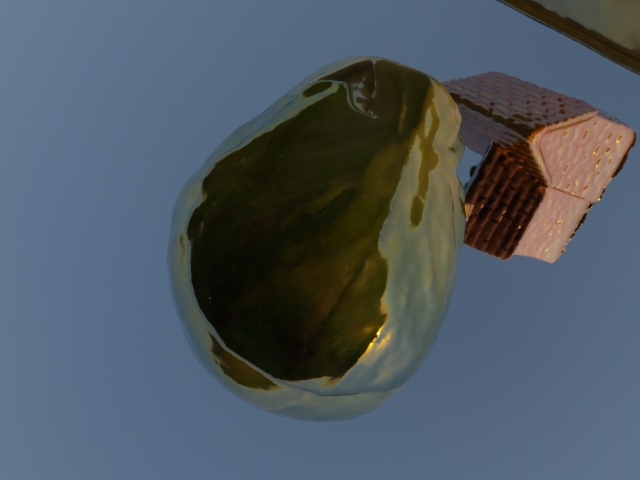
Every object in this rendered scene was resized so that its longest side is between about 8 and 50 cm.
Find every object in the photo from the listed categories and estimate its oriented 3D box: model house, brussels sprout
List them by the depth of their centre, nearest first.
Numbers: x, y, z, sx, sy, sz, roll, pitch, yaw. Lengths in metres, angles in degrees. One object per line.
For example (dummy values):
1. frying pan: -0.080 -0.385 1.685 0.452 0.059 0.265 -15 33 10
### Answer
1. brussels sprout: 0.000 0.000 0.475 0.219 0.210 0.271 22 -81 -20
2. model house: 0.259 -0.113 0.893 0.202 0.237 0.237 48 -61 42

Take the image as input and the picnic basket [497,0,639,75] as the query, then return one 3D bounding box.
1. picnic basket: 0.320 -0.344 0.646 0.175 0.228 0.313 -35 -124 -16
